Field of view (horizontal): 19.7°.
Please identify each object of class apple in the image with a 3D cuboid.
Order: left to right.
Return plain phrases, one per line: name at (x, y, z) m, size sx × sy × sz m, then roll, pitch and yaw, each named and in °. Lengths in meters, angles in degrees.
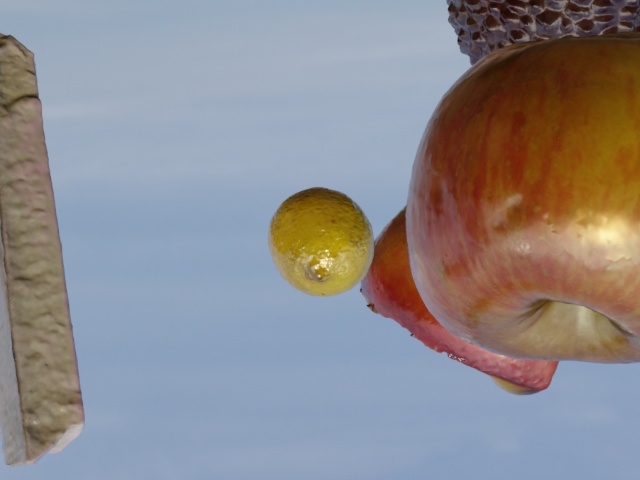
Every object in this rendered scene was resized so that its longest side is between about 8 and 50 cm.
apple at (0.220, -0.048, 1.456) m, size 0.301 × 0.301 × 0.301 m, roll -4°, pitch -160°, yaw 2°

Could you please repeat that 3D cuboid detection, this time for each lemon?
lemon at (0.000, 0.000, 1.895) m, size 0.109 × 0.109 × 0.133 m, roll -8°, pitch -142°, yaw -8°

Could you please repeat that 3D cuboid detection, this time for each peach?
peach at (0.256, 0.065, 2.867) m, size 0.380 × 0.242 × 0.306 m, roll 37°, pitch -160°, yaw 24°

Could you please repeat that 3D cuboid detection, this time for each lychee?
lychee at (0.282, -0.280, 2.010) m, size 0.300 × 0.264 × 0.264 m, roll 1°, pitch -159°, yaw 17°

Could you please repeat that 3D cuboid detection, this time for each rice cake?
rice cake at (-0.229, 0.005, 1.414) m, size 0.056 × 0.365 × 0.073 m, roll 1°, pitch 153°, yaw -26°
